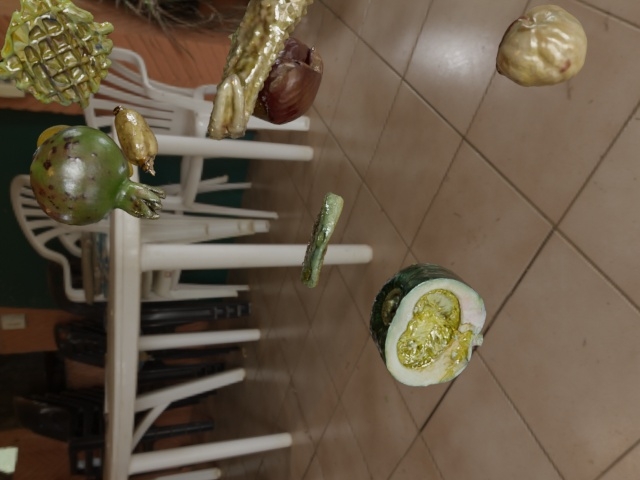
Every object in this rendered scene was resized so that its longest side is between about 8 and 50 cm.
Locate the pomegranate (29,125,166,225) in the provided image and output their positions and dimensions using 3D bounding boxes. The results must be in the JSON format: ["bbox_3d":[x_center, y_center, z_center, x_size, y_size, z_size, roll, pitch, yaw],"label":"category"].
[{"bbox_3d":[-0.537,-0.156,1.235,0.242,0.306,0.242,179,90,-86],"label":"pomegranate"}]

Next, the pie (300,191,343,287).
[{"bbox_3d":[0.003,-0.008,1.567,0.302,0.067,0.302,-163,90,-87],"label":"pie"}]

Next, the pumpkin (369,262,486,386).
[{"bbox_3d":[0.253,0.192,1.278,0.197,0.263,0.292,-118,46,-65],"label":"pumpkin"}]

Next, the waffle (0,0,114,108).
[{"bbox_3d":[-0.552,-0.393,1.083,0.054,0.204,0.223,42,110,41],"label":"waffle"}]

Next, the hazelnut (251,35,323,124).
[{"bbox_3d":[-0.088,-0.307,0.946,0.160,0.170,0.201,-64,35,36],"label":"hazelnut"}]

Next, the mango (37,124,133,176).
[{"bbox_3d":[-0.692,-0.249,1.472,0.332,0.195,0.142,11,70,38],"label":"mango"}]

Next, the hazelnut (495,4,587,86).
[{"bbox_3d":[0.680,-0.583,1.568,0.241,0.261,0.261,56,-167,-54],"label":"hazelnut"}]

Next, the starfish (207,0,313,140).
[{"bbox_3d":[0.034,-0.289,0.493,0.432,0.082,0.324,-33,39,23],"label":"starfish"}]

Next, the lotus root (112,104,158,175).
[{"bbox_3d":[-0.326,-0.179,0.906,0.152,0.063,0.072,62,147,13],"label":"lotus root"}]
